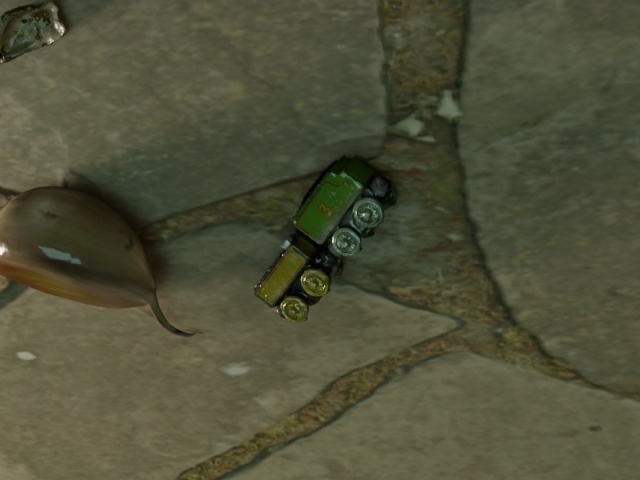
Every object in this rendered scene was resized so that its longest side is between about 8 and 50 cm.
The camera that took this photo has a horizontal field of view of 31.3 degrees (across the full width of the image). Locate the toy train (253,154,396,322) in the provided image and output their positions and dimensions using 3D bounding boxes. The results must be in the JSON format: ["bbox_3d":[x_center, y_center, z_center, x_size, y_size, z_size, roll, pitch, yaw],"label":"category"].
[{"bbox_3d":[0.000,0.000,1.181,0.081,0.060,0.202,37,120,1],"label":"toy train"}]

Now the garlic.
[{"bbox_3d":[-0.244,0.026,1.239,0.266,0.148,0.128,26,84,4],"label":"garlic"}]

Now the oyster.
[{"bbox_3d":[-0.301,-0.213,1.158,0.093,0.034,0.051,-18,128,10],"label":"oyster"}]
